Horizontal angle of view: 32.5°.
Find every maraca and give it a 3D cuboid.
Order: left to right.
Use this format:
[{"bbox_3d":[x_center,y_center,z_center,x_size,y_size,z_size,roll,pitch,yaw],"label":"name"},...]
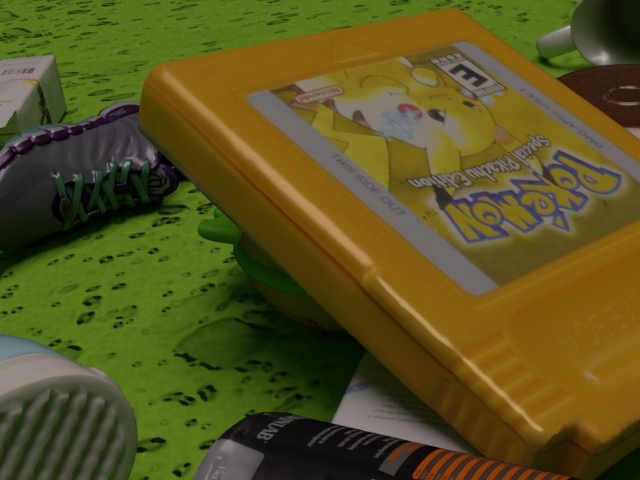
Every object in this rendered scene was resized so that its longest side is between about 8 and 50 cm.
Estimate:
[{"bbox_3d":[0.000,0.000,0.711,0.127,0.099,0.185,-13,24,-34],"label":"maraca"}]

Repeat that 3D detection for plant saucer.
[{"bbox_3d":[0.257,-0.108,0.920,0.198,0.036,0.199,-4,29,2],"label":"plant saucer"}]

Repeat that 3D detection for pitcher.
[{"bbox_3d":[0.324,-0.233,1.064,0.207,0.126,0.177,-31,16,-27],"label":"pitcher"}]

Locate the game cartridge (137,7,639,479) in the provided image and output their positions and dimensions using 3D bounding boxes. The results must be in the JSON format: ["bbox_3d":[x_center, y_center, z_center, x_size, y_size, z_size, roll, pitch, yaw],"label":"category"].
[{"bbox_3d":[0.100,-0.024,0.639,0.285,0.053,0.323,-20,50,-41],"label":"game cartridge"}]

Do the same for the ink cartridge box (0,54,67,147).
[{"bbox_3d":[-0.308,-0.109,1.008,0.104,0.062,0.181,-5,28,4],"label":"ink cartridge box"}]

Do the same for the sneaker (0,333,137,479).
[{"bbox_3d":[-0.272,0.141,0.500,0.365,0.135,0.150,-18,22,-37],"label":"sneaker"}]

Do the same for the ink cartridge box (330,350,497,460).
[{"bbox_3d":[0.057,0.101,0.565,0.088,0.052,0.122,4,29,19],"label":"ink cartridge box"}]

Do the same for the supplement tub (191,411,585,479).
[{"bbox_3d":[0.045,0.140,0.429,0.190,0.117,0.117,9,32,25],"label":"supplement tub"}]

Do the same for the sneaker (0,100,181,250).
[{"bbox_3d":[-0.174,-0.052,0.863,0.098,0.083,0.223,16,35,26],"label":"sneaker"}]
